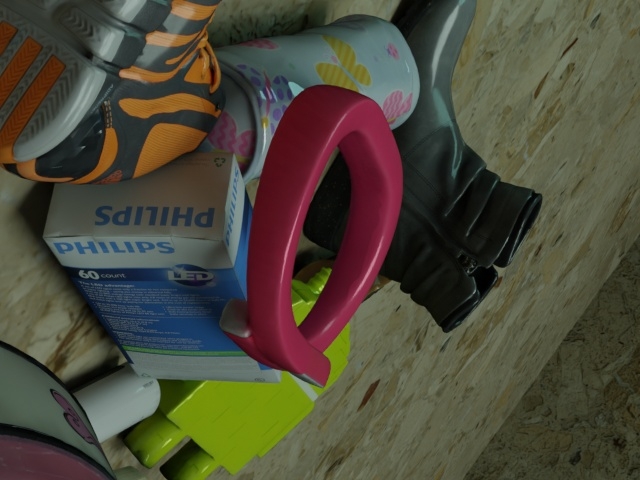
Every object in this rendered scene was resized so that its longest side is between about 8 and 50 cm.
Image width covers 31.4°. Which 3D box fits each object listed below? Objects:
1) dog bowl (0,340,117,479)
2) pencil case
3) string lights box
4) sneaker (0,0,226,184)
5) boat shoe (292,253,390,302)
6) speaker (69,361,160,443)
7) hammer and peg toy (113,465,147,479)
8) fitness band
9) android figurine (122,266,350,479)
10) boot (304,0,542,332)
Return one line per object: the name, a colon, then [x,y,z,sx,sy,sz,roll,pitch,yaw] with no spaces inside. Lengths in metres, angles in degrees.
dog bowl: [-0.271,0.258,0.672,0.408,0.150,0.408,-21,124,-35]
pencil case: [-0.025,-0.120,0.961,0.124,0.113,0.273,-21,-177,35]
string lights box: [-0.112,0.031,0.908,0.260,0.133,0.077,77,16,-60]
sneaker: [-0.099,-0.174,0.750,0.321,0.124,0.180,-50,163,4]
boat shoe: [0.014,0.055,1.319,0.073,0.073,0.207,-26,176,40]
speaker: [-0.202,0.152,0.990,0.136,0.055,0.055,-25,140,-55]
hammer and peg toy: [-0.287,0.321,0.917,0.361,0.127,0.266,-1,118,-65]
fitness band: [0.000,0.000,0.888,0.291,0.054,0.209,57,52,-69]
android figurine: [-0.073,0.141,1.176,0.273,0.056,0.248,-45,143,-7]
boot: [0.147,-0.090,1.217,0.118,0.222,0.338,-10,126,-62]
